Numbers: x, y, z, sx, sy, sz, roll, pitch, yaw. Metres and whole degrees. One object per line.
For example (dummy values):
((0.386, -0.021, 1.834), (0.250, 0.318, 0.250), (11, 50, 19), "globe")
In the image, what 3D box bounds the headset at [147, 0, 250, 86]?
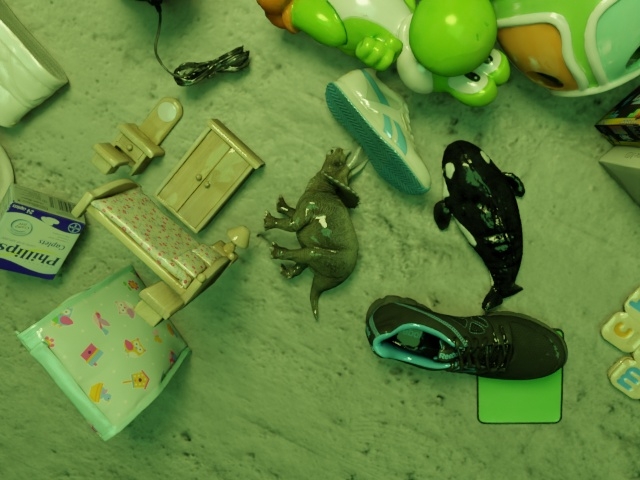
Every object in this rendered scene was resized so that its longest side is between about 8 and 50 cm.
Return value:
((-0.238, -0.429, 0.774), (0.185, 0.243, 0.393), (-18, 116, -9), "headset")

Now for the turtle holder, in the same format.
((0.377, -0.343, 0.721), (0.244, 0.320, 0.227), (4, 127, 50), "turtle holder")

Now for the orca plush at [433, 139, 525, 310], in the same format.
((0.265, -0.019, 0.856), (0.151, 0.102, 0.286), (-5, 103, 8), "orca plush")

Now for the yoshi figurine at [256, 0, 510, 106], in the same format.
((0.097, -0.315, 0.721), (0.362, 0.203, 0.203), (32, 123, 12), "yoshi figurine")

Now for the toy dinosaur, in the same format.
((0.000, 0.000, 0.887), (0.161, 0.121, 0.313), (0, 101, 14), "toy dinosaur")

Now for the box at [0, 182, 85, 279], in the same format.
((-0.512, -0.012, 0.940), (0.126, 0.072, 0.137), (22, 111, -41), "box")

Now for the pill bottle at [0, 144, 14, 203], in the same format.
((-0.714, -0.104, 0.931), (0.279, 0.162, 0.162), (-7, 102, 8), "pill bottle")

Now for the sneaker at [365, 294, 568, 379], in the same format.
((0.241, 0.184, 0.884), (0.341, 0.139, 0.124), (7, 103, 7), "sneaker")

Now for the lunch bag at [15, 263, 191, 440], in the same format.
((-0.370, 0.192, 0.906), (0.160, 0.262, 0.223), (-32, 98, 13), "lunch bag")

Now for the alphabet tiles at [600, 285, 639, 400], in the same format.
((0.636, 0.171, 0.896), (0.278, 0.021, 0.284), (34, 105, -2), "alphabet tiles")

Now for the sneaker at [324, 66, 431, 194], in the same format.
((0.109, -0.175, 0.835), (0.092, 0.087, 0.228), (-36, 90, -20), "sneaker")

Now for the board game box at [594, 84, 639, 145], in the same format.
((0.489, -0.199, 0.750), (0.048, 0.170, 0.141), (44, 104, -3), "board game box")

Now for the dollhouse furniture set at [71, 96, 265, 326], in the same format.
((-0.228, -0.087, 0.773), (0.303, 0.355, 0.174), (42, 104, -3), "dollhouse furniture set")

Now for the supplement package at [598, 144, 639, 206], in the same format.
((0.598, -0.147, 0.745), (0.293, 0.177, 0.175), (-43, 95, 14), "supplement package")

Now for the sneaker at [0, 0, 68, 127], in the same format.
((-0.593, -0.333, 0.889), (0.169, 0.108, 0.292), (-37, 98, 11), "sneaker")

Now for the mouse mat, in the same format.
((0.361, 0.248, 0.958), (0.153, 0.007, 0.189), (-3, 104, 8), "mouse mat")
